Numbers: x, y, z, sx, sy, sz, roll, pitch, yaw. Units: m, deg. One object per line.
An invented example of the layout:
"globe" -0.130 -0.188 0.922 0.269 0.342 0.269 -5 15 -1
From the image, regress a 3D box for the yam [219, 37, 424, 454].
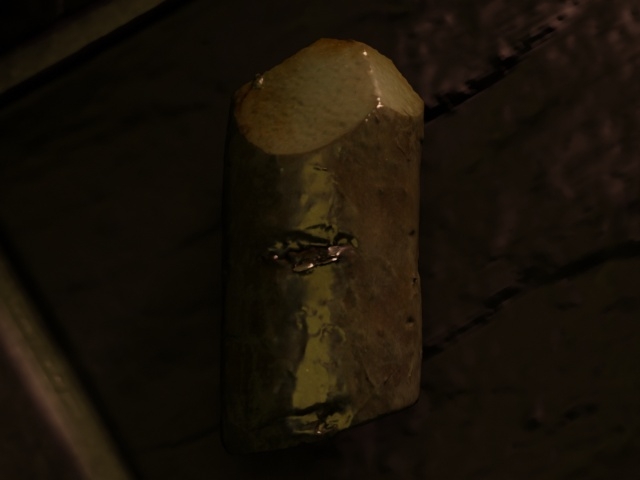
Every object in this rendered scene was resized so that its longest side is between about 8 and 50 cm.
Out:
"yam" 0.000 0.000 0.648 0.070 0.070 0.146 1 77 2
